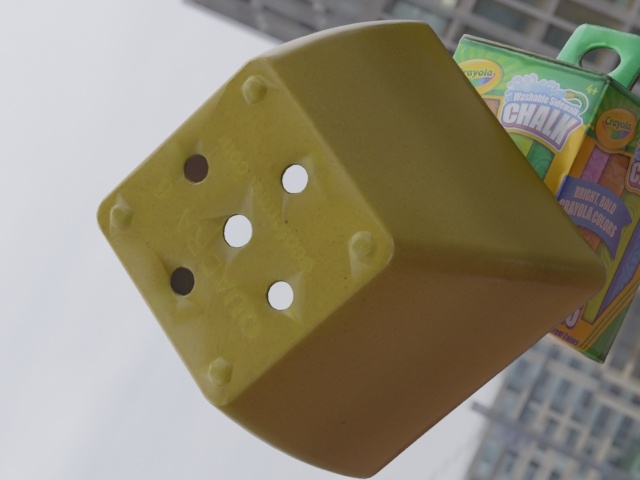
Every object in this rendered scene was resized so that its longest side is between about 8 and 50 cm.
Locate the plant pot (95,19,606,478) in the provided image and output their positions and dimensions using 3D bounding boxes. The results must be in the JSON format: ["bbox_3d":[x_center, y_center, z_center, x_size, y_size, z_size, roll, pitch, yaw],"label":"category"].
[{"bbox_3d":[0.000,0.000,1.100,0.212,0.212,0.187,-41,-21,20],"label":"plant pot"}]

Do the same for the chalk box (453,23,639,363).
[{"bbox_3d":[0.151,-0.049,1.260,0.132,0.132,0.213,27,-95,-47],"label":"chalk box"}]
